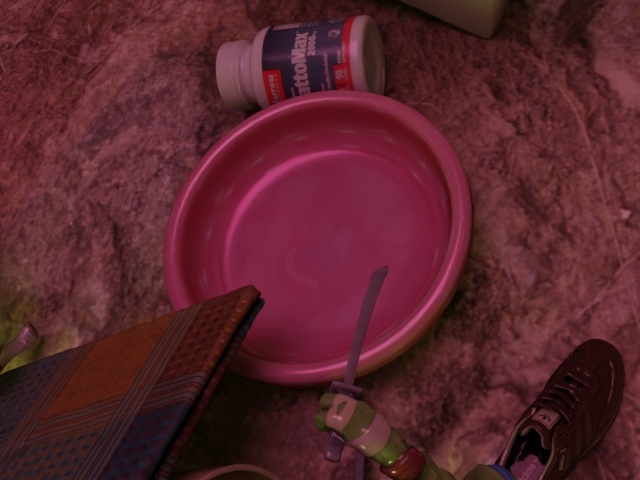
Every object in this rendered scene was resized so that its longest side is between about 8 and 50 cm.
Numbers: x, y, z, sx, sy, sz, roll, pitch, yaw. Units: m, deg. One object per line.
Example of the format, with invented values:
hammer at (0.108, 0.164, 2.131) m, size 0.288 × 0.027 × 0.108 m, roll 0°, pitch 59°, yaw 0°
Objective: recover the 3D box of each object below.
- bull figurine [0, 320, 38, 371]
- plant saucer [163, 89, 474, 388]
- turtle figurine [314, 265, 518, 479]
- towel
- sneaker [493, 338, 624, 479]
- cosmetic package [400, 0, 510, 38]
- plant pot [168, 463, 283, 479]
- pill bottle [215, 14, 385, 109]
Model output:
bull figurine at (-0.467, 0.067, 1.121) m, size 0.188 × 0.101 × 0.310 m, roll -35°, pitch 57°, yaw -2°
plant saucer at (0.000, 0.000, 0.995) m, size 0.332 × 0.084 × 0.332 m, roll -8°, pitch 63°, yaw 16°
turtle figurine at (0.010, 0.218, 0.762) m, size 0.266 × 0.197 × 0.274 m, roll -24°, pitch 68°, yaw -32°
towel at (-0.239, 0.177, 0.885) m, size 0.370 × 0.040 × 0.271 m, roll -20°, pitch 25°, yaw 30°
sneaker at (0.214, 0.164, 0.840) m, size 0.066 × 0.071 × 0.188 m, roll 26°, pitch 75°, yaw 29°
cosmetic package at (0.137, -0.508, 1.018) m, size 0.327 × 0.329 × 0.393 m, roll 28°, pitch 79°, yaw 13°
plant pot at (-0.179, 0.319, 0.825) m, size 0.274 × 0.256 × 0.256 m, roll -6°, pitch 61°, yaw 35°
pill bottle at (-0.023, -0.198, 1.095) m, size 0.180 × 0.108 × 0.107 m, roll -3°, pitch 63°, yaw 19°
